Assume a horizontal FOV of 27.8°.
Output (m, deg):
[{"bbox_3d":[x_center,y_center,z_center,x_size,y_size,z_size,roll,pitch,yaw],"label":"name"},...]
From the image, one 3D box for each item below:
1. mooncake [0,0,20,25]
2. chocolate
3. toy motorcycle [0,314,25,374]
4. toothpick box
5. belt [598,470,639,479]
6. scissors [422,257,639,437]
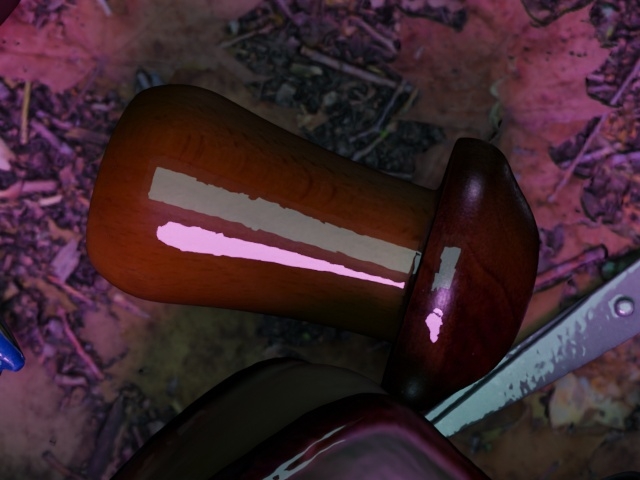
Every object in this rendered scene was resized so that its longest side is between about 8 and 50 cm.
[{"bbox_3d":[-0.342,-0.275,0.901,0.334,0.174,0.326,-43,86,-4],"label":"mooncake"},{"bbox_3d":[-0.032,0.200,0.793,0.283,0.283,0.186,-50,118,-5],"label":"chocolate"},{"bbox_3d":[-0.314,0.009,0.917,0.135,0.092,0.254,-37,86,-5],"label":"toy motorcycle"},{"bbox_3d":[0.000,0.000,0.890,0.294,0.192,0.192,16,85,5],"label":"toothpick box"},{"bbox_3d":[0.136,0.264,0.858,0.267,0.206,0.116,-39,86,-3],"label":"belt"},{"bbox_3d":[0.260,0.029,0.970,0.447,0.029,0.193,-32,87,-5],"label":"scissors"}]
